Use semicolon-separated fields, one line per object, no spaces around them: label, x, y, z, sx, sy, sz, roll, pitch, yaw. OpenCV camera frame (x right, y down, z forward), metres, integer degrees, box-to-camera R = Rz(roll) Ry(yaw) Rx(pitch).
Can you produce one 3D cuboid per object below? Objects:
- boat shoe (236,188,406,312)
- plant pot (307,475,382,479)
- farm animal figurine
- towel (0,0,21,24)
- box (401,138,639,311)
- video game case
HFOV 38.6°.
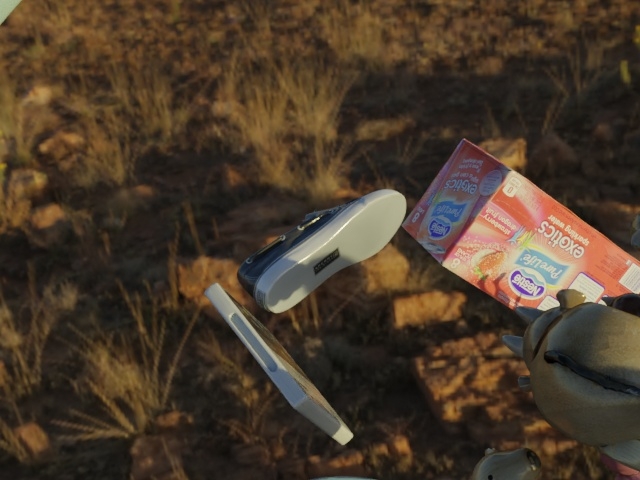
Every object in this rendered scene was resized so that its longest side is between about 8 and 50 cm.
boat shoe;0.000;0.000;1.062;0.228;0.080;0.076;-37;49;-25
plant pot;0.063;0.536;1.164;0.341;0.334;0.341;13;11;-3
farm animal figurine;0.199;0.119;0.651;0.172;0.327;0.330;21;75;18
towel;-0.263;-0.236;0.437;0.090;0.320;0.374;27;75;47
box;0.282;0.014;1.245;0.154;0.300;0.142;-55;28;9
video game case;-0.044;0.143;1.028;0.022;0.190;0.173;-40;61;-2
